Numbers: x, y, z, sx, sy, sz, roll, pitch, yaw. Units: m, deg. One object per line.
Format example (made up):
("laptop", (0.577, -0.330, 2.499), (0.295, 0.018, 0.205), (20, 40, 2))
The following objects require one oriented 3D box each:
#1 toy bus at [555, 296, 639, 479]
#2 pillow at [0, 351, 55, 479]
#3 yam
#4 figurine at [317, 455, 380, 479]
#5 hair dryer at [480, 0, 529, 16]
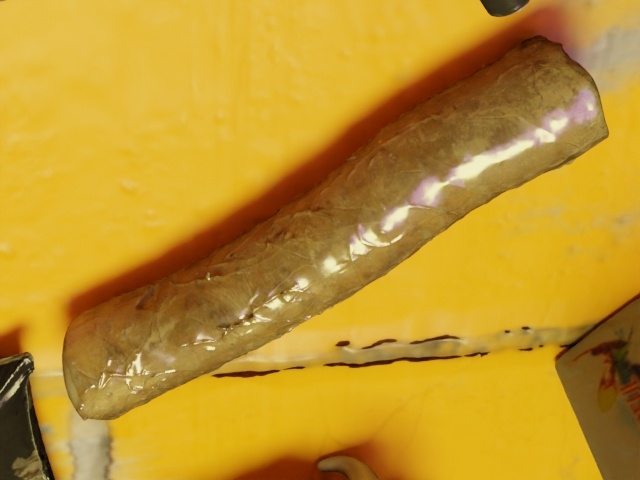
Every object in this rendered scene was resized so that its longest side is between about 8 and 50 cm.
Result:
("toy bus", (0.218, 0.162, 0.619), (0.109, 0.330, 0.136), (-39, 115, 15))
("pillow", (-0.186, 0.122, 0.669), (0.090, 0.048, 0.150), (-15, 124, -13))
("yam", (0.000, 0.000, 0.611), (0.299, 0.066, 0.066), (-32, 127, 11))
("figurine", (0.002, 0.200, 0.722), (0.192, 0.147, 0.126), (-3, 112, -35))
("hair dryer", (0.099, -0.142, 0.556), (0.083, 0.026, 0.047), (-36, 127, 9))
